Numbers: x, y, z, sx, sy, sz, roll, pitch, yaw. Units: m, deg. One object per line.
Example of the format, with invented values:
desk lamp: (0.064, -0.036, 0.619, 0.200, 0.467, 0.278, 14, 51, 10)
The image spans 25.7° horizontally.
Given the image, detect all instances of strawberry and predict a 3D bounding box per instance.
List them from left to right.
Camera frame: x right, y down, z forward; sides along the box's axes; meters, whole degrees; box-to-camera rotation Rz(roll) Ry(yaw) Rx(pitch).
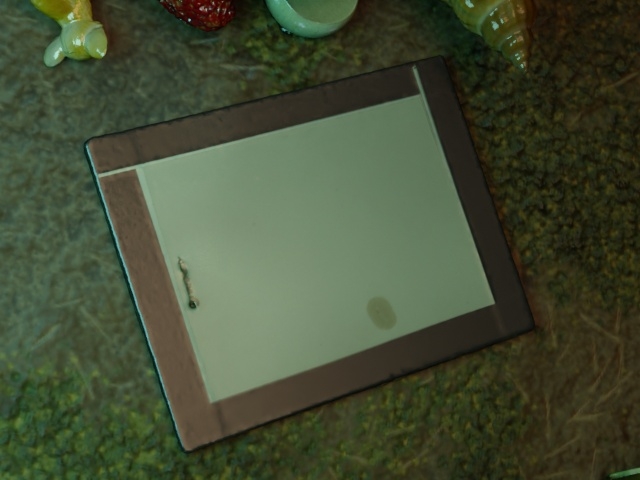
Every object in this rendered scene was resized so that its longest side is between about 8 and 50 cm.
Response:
strawberry: (-0.101, -0.217, 1.145, 0.083, 0.083, 0.096, -29, 95, -25)

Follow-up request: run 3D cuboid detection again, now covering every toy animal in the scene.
toy animal: (-0.204, -0.175, 1.105, 0.081, 0.060, 0.083, -2, 75, -63)

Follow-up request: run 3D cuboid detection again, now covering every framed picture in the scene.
framed picture: (0.000, 0.000, 1.174, 0.347, 0.016, 0.265, -17, 86, -25)

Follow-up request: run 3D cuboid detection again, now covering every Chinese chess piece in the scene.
Chinese chess piece: (-0.008, -0.215, 1.207, 0.084, 0.034, 0.084, 6, 75, -23)

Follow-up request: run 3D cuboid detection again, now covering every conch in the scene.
conch: (0.109, -0.284, 1.249, 0.109, 0.093, 0.330, -23, 67, -8)

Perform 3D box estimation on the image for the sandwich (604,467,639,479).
sandwich: (0.302, 0.252, 1.213, 0.074, 0.074, 0.116, -7, 82, -23)
